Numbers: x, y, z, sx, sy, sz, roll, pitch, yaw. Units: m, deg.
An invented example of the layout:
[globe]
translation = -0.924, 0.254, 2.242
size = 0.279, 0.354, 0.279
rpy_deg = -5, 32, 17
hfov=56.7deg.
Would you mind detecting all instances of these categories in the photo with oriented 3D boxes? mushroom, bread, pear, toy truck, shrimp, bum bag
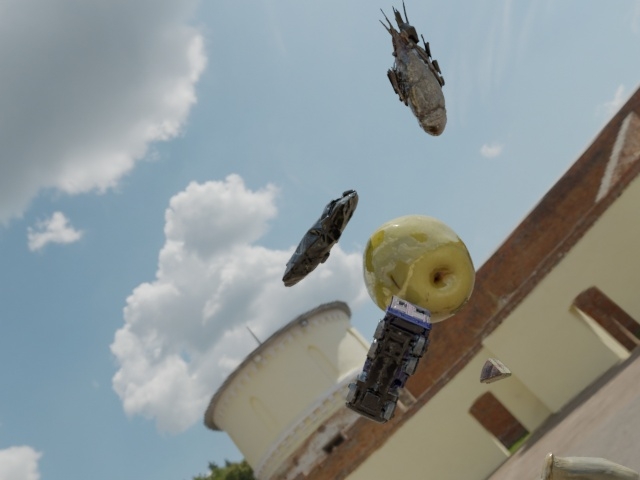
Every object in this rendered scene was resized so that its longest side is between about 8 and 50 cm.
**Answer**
[mushroom]
translation = 0.637, 0.551, 1.368
size = 0.108, 0.246, 0.096
rpy_deg = 96, -171, -47
[bread]
translation = 0.474, 0.354, 1.622
size = 0.043, 0.062, 0.109
rpy_deg = 10, -29, -18
[pear]
translation = 0.264, 0.079, 1.603
size = 0.309, 0.309, 0.309
rpy_deg = -36, -24, -18
[toy truck]
translation = 0.162, 0.281, 1.397
size = 0.155, 0.124, 0.268
rpy_deg = -49, -19, -71
[shrimp]
translation = 0.231, -0.418, 1.455
size = 0.116, 0.343, 0.145
rpy_deg = -17, 14, 25
[bum bag]
translation = 0.000, 0.000, 1.659
size = 0.340, 0.095, 0.144
rpy_deg = -52, -6, 12
